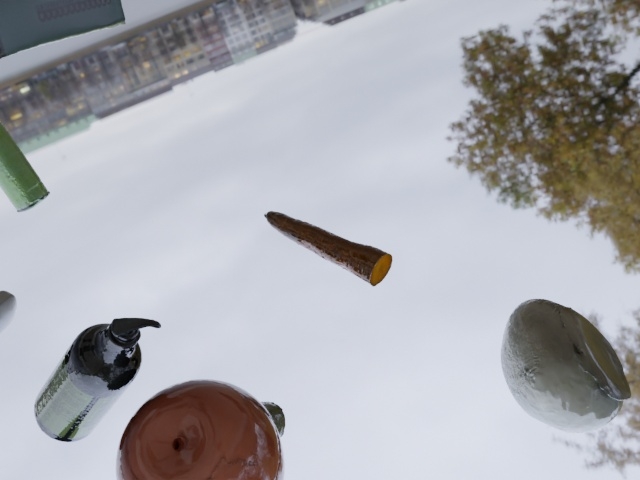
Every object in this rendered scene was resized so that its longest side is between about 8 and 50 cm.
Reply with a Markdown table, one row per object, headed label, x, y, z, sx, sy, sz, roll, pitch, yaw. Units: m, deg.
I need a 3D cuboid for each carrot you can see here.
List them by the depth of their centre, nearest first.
| label | x | y | z | sx | sy | sz | roll | pitch | yaw |
| --- | --- | --- | --- | --- | --- | --- | --- | --- | --- |
| carrot | 0.000 | 0.000 | 1.191 | 0.224 | 0.057 | 0.057 | 26 | -139 | 22 |

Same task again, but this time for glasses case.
| label | x | y | z | sx | sy | sz | roll | pitch | yaw |
| --- | --- | --- | --- | --- | --- | --- | --- | --- | --- |
| glasses case | -0.582 | 0.147 | 1.297 | 0.049 | 0.074 | 0.193 | 24 | -151 | 12 |

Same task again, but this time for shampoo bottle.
| label | x | y | z | sx | sy | sz | roll | pitch | yaw |
| --- | --- | --- | --- | --- | --- | --- | --- | --- | --- |
| shampoo bottle | -0.317 | 0.185 | 1.093 | 0.284 | 0.101 | 0.101 | -47 | 179 | 41 |

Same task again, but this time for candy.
| label | x | y | z | sx | sy | sz | roll | pitch | yaw |
| --- | --- | --- | --- | --- | --- | --- | --- | --- | --- |
| candy | 0.448 | 0.239 | 1.474 | 0.185 | 0.295 | 0.295 | -44 | -170 | 23 |

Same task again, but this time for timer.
| label | x | y | z | sx | sy | sz | roll | pitch | yaw |
| --- | --- | --- | --- | --- | --- | --- | --- | --- | --- |
| timer | -0.163 | 0.310 | 1.074 | 0.230 | 0.215 | 0.229 | -6 | -121 | 10 |

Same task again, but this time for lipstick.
| label | x | y | z | sx | sy | sz | roll | pitch | yaw |
| --- | --- | --- | --- | --- | --- | --- | --- | --- | --- |
| lipstick | -0.626 | -0.193 | 1.467 | 0.076 | 0.304 | 0.076 | -25 | -158 | 11 |

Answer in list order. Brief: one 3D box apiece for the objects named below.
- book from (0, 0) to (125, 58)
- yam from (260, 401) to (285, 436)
| label | x | y | z | sx | sy | sz | roll | pitch | yaw |
| --- | --- | --- | --- | --- | --- | --- | --- | --- | --- |
| book | -0.326 | -0.384 | 0.774 | 0.031 | 0.379 | 0.264 | 1 | -154 | 26 |
| yam | -0.160 | 0.398 | 1.607 | 0.107 | 0.107 | 0.194 | -10 | 177 | 31 |
